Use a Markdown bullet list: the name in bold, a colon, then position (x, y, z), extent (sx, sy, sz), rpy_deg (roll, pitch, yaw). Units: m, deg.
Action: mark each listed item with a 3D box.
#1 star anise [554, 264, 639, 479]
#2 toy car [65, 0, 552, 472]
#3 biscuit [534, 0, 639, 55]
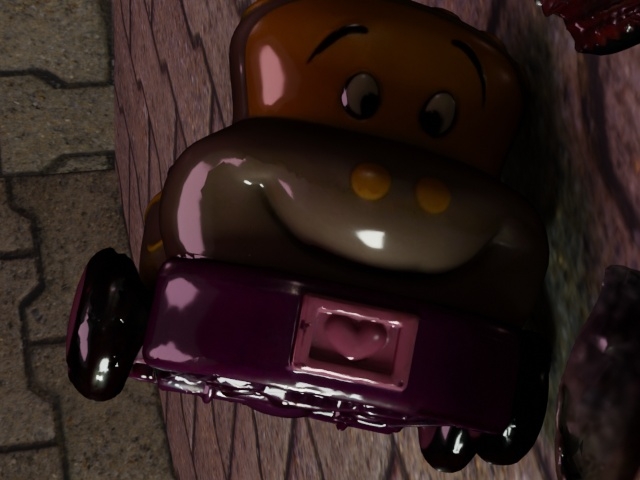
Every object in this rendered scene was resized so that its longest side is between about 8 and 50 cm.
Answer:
- **star anise**: position (0.139, 0.136, 0.551), extent (0.212, 0.129, 0.283), rpy_deg (-127, 42, -55)
- **toy car**: position (0.000, 0.000, 0.839), extent (0.340, 0.271, 0.240), rpy_deg (146, 135, -75)
- **biscuit**: position (0.124, -0.201, 0.586), extent (0.151, 0.063, 0.235), rpy_deg (148, 121, -63)
